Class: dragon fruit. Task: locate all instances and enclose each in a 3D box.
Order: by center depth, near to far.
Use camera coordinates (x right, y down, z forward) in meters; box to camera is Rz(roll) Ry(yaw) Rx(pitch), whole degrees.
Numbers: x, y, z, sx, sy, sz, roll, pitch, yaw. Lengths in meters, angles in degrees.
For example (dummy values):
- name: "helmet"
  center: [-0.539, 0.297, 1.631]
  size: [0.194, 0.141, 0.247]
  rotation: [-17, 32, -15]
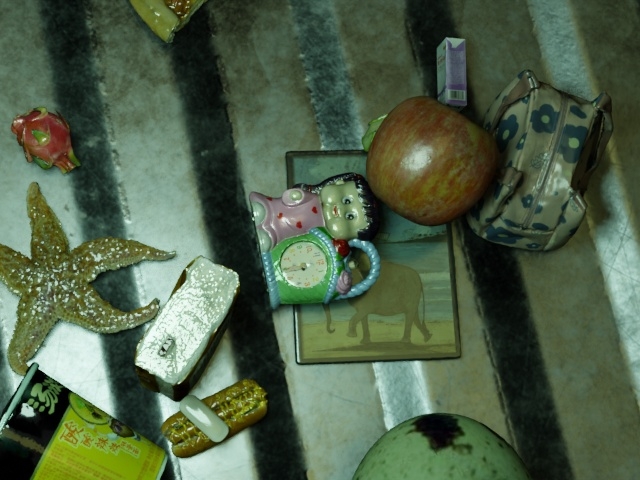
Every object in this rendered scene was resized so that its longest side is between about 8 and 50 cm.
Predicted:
- name: "dragon fruit"
  center: [-0.417, -0.150, 1.733]
  size: [0.081, 0.086, 0.116]
  rotation: [-36, 94, 18]

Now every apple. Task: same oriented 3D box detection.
- name: "apple"
  center: [0.163, -0.116, 1.686]
  size: [0.188, 0.188, 0.174]
  rotation: [34, 100, 3]

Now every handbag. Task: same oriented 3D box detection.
- name: "handbag"
  center: [0.343, -0.125, 1.751]
  size: [0.190, 0.193, 0.251]
  rotation: [14, 75, 1]

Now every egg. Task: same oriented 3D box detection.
- name: "egg"
  center: [0.172, 0.428, 1.552]
  size: [0.287, 0.287, 0.379]
  rotation: [-9, 76, -8]

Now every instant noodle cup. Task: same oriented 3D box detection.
- name: "instant noodle cup"
  center: [-0.350, 0.314, 1.580]
  size: [0.236, 0.215, 0.215]
  rotation: [28, 75, -7]

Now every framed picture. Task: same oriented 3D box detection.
- name: "framed picture"
  center: [0.081, 0.020, 1.781]
  size: [0.265, 0.016, 0.347]
  rotation: [-1, 76, -6]

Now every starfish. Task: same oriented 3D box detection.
- name: "starfish"
  center: [-0.395, 0.042, 1.703]
  size: [0.299, 0.060, 0.302]
  rotation: [-42, 83, -11]

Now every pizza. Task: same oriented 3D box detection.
- name: "pizza"
  center: [-0.250, -0.494, 1.837]
  size: [0.182, 0.074, 0.365]
  rotation: [-3, 78, 2]

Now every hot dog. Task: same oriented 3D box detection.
- name: "hot dog"
  center: [-0.153, 0.263, 1.682]
  size: [0.165, 0.045, 0.071]
  rotation: [-26, 78, -10]

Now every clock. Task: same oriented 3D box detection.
- name: "clock"
  center: [0.000, 0.000, 1.721]
  size: [0.195, 0.100, 0.194]
  rotation: [-13, 82, -6]

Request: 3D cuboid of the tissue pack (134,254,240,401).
- name: "tissue pack"
  center: [-0.186, 0.131, 1.616]
  size: [0.092, 0.226, 0.183]
  rotation: [27, 75, 3]

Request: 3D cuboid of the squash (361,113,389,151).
- name: "squash"
  center: [0.168, -0.185, 1.810]
  size: [0.200, 0.090, 0.075]
  rotation: [-4, 82, -14]

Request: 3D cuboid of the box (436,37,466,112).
- name: "box"
  center: [0.213, -0.268, 1.844]
  size: [0.036, 0.050, 0.117]
  rotation: [3, 75, -13]

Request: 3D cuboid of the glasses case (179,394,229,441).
- name: "glasses case"
  center: [-0.169, 0.259, 1.646]
  size: [0.083, 0.021, 0.032]
  rotation: [41, 77, 6]
